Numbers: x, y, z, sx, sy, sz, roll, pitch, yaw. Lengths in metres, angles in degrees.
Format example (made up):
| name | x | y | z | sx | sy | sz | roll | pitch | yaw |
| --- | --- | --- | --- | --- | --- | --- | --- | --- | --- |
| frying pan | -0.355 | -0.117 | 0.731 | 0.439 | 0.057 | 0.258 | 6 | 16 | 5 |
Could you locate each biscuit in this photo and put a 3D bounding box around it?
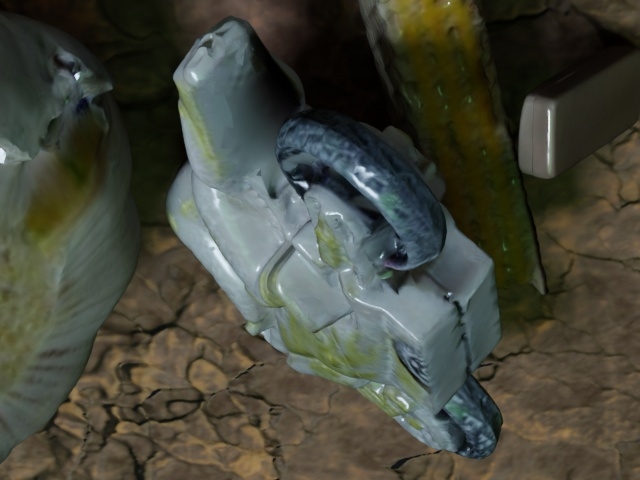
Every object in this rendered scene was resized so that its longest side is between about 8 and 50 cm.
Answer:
| name | x | y | z | sx | sy | sz | roll | pitch | yaw |
| --- | --- | --- | --- | --- | --- | --- | --- | --- | --- |
| biscuit | 0.053 | -0.113 | 1.031 | 0.054 | 0.094 | 0.379 | -20 | 137 | -1 |

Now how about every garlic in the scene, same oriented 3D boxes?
| name | x | y | z | sx | sy | sz | roll | pitch | yaw |
| --- | --- | --- | --- | --- | --- | --- | --- | --- | --- |
| garlic | -0.239 | 0.008 | 1.014 | 0.322 | 0.241 | 0.322 | -3 | 122 | -6 |

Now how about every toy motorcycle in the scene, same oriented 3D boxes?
| name | x | y | z | sx | sy | sz | roll | pitch | yaw |
| --- | --- | --- | --- | --- | --- | --- | --- | --- | --- |
| toy motorcycle | 0.000 | 0.000 | 1.067 | 0.108 | 0.223 | 0.341 | -47 | 156 | -14 |

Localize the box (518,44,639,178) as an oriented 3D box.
| name | x | y | z | sx | sy | sz | roll | pitch | yaw |
| --- | --- | --- | --- | --- | --- | --- | --- | --- | --- |
| box | 0.140 | -0.071 | 1.078 | 0.025 | 0.115 | 0.048 | 10 | 115 | 31 |
